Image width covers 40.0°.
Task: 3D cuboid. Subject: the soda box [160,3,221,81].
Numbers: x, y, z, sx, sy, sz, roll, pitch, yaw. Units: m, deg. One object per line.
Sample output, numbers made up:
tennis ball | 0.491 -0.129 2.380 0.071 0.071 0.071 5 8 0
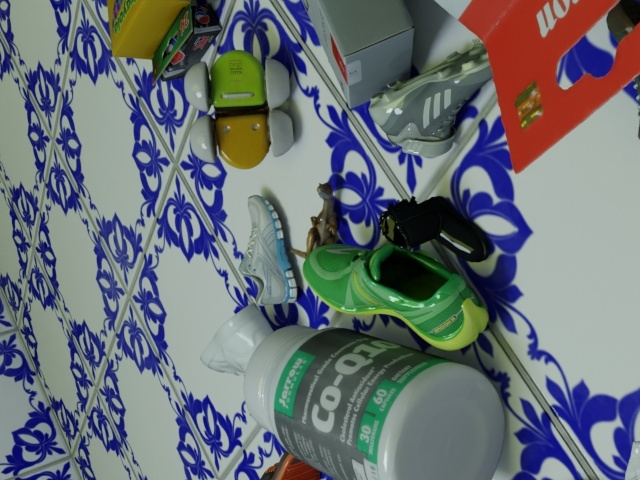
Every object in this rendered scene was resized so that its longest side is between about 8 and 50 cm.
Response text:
soda box | -0.236 -0.342 1.534 0.169 0.060 0.053 -37 75 55

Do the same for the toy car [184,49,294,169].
toy car | -0.123 -0.208 1.376 0.136 0.159 0.182 -89 -5 -72

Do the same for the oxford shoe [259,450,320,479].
oxford shoe | -0.073 0.438 1.591 0.098 0.097 0.271 55 143 36

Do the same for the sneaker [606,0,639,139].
sneaker | 0.314 -0.129 0.809 0.192 0.064 0.086 55 137 22

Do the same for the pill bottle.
pill bottle | 0.057 0.232 1.212 0.361 0.204 0.204 9 111 54

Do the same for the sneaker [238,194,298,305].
sneaker | -0.100 0.019 1.458 0.071 0.083 0.191 149 105 -71

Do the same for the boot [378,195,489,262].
boot | 0.137 -0.008 1.089 0.121 0.099 0.045 50 137 31

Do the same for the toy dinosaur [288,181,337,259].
toy dinosaur | 0.000 0.000 1.350 0.211 0.064 0.112 112 163 -49

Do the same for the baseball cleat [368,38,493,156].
baseball cleat | 0.152 -0.163 1.048 0.206 0.072 0.109 -12 119 51

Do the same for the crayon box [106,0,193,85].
crayon box | -0.300 -0.452 1.498 0.202 0.081 0.318 -35 60 55

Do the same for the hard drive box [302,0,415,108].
hard drive box | 0.028 -0.304 1.066 0.181 0.089 0.232 69 178 -78

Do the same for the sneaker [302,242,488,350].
sneaker | 0.090 0.044 1.156 0.295 0.109 0.123 17 141 43

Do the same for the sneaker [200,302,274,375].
sneaker | -0.117 0.228 1.553 0.169 0.108 0.292 50 159 6

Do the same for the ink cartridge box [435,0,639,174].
ink cartridge box | 0.138 -0.280 0.673 0.308 0.091 0.385 129 133 -67

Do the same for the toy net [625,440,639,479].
toy net | 0.371 0.321 0.938 0.122 0.045 0.232 -19 86 59
